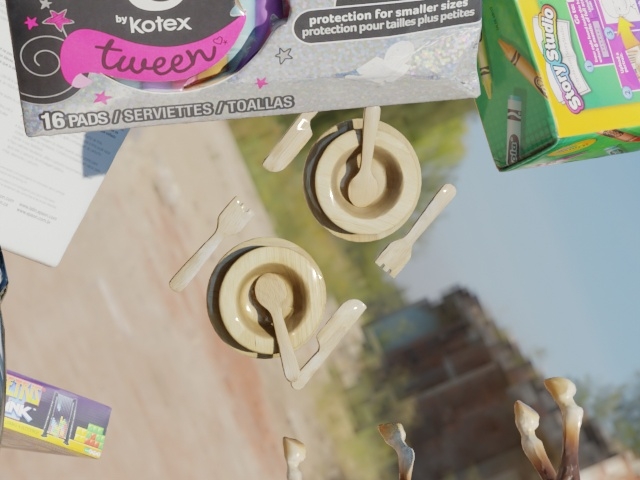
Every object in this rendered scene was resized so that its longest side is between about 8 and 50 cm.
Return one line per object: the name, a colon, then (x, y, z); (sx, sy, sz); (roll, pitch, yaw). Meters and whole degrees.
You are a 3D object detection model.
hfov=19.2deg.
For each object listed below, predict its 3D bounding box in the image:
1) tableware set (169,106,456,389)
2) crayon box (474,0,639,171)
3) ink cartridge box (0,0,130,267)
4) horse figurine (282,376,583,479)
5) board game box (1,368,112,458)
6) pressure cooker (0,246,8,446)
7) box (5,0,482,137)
tableware set: (0.000, 0.000, 1.316); (0.128, 0.194, 0.039); (40, -7, -14)
crayon box: (0.186, -0.205, 1.532); (0.081, 0.165, 0.278); (-27, -104, 52)
ink cartridge box: (-0.292, -0.162, 1.812); (0.071, 0.330, 0.324); (27, 0, 32)
horse figurine: (0.076, 0.172, 0.981); (0.066, 0.263, 0.174); (20, 60, -54)
board game box: (-0.279, 0.130, 1.533); (0.170, 0.141, 0.048); (27, 69, -45)
pressure cooker: (-0.324, 0.016, 0.750); (0.420, 0.375, 0.370); (26, -3, 0)
box: (-0.045, -0.164, 1.021); (0.163, 0.247, 0.142); (-100, -174, -52)
